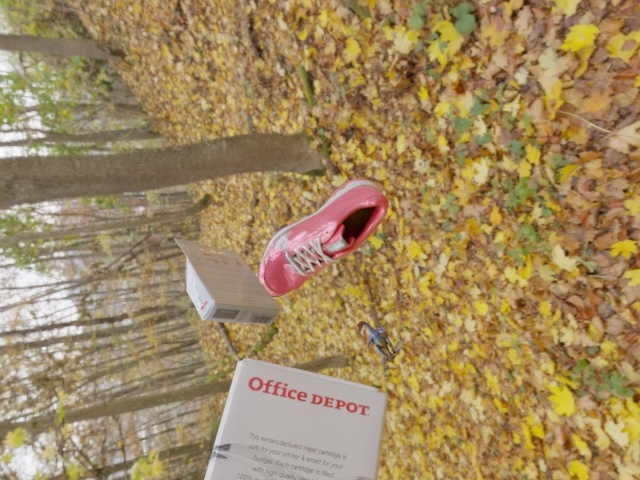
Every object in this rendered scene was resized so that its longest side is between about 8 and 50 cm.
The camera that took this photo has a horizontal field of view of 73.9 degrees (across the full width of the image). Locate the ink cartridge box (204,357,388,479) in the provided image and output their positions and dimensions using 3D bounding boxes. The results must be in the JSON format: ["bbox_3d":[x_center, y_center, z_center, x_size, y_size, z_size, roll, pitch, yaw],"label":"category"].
[{"bbox_3d":[-0.040,0.309,0.529,0.114,0.199,0.272,104,180,-65],"label":"ink cartridge box"}]

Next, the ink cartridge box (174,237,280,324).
[{"bbox_3d":[-0.172,0.073,0.743,0.179,0.146,0.045,42,107,39],"label":"ink cartridge box"}]

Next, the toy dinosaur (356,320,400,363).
[{"bbox_3d":[0.099,0.182,0.772,0.082,0.047,0.090,45,162,25],"label":"toy dinosaur"}]

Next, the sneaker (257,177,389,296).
[{"bbox_3d":[0.000,-0.001,0.814,0.314,0.116,0.136,-42,19,3],"label":"sneaker"}]
